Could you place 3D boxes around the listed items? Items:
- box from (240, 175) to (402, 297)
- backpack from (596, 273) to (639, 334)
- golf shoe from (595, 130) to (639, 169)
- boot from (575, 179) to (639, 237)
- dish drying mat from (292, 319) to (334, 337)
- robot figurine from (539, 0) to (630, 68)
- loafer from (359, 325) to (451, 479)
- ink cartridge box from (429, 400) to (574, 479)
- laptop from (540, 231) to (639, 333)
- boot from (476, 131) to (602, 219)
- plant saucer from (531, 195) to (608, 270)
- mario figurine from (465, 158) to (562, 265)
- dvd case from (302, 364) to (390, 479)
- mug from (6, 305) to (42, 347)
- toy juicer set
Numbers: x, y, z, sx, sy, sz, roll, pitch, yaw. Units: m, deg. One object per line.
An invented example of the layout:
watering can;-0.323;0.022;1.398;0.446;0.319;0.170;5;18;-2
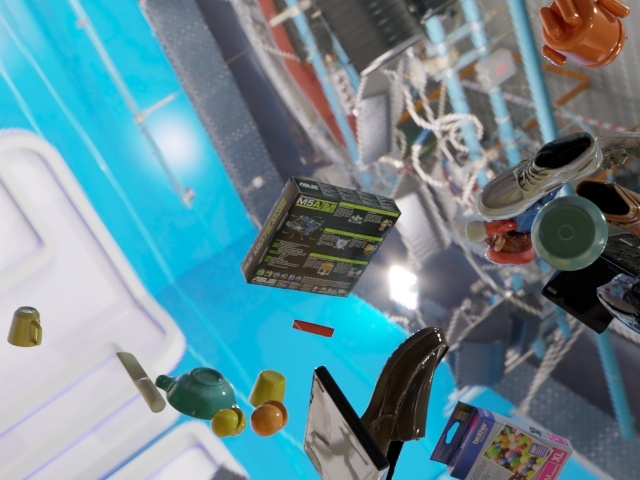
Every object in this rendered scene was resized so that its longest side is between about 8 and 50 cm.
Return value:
box;0.000;0.000;1.435;0.184;0.190;0.045;-61;-143;28
backpack;0.690;0.136;2.037;0.158;0.117;0.173;42;-3;-37
golf shoe;0.669;-0.211;2.013;0.069;0.176;0.086;74;10;-48
boot;0.685;-0.060;2.007;0.283;0.109;0.220;30;7;28
dish drying mat;-0.015;0.177;1.899;0.083;0.008;0.032;15;-43;-1
robot figurine;0.546;-0.433;1.958;0.219;0.158;0.128;16;10;-42
loafer;0.166;0.339;1.858;0.130;0.366;0.134;32;9;28
ink cartridge box;0.448;0.533;2.353;0.311;0.186;0.065;22;16;-7
laptop;0.712;0.095;2.274;0.234;0.264;0.136;-138;-136;-56
boot;0.405;-0.130;1.796;0.095;0.258;0.123;66;13;22
plant saucer;0.387;-0.013;1.481;0.119;0.119;0.021;49;15;21
mario figurine;0.466;-0.077;2.281;0.198;0.170;0.320;17;-47;-2
dvd case;0.032;0.321;1.411;0.180;0.022;0.253;54;-25;31
mug;-0.541;0.159;1.760;0.078;0.064;0.062;14;16;9
toy juicer set;-0.213;0.300;1.711;0.209;0.329;0.089;-115;-142;-66
